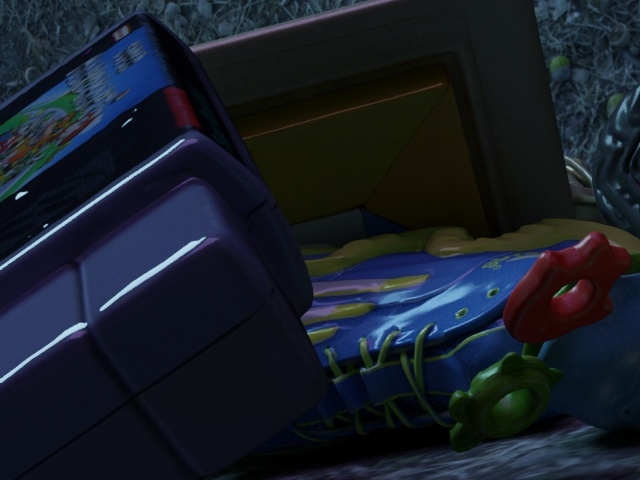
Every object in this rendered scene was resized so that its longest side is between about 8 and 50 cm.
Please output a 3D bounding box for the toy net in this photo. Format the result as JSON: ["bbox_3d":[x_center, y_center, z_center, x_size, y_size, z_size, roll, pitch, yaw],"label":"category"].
[{"bbox_3d":[0.126,-0.022,0.605,0.122,0.045,0.232,8,-54,-36],"label":"toy net"}]

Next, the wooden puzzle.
[{"bbox_3d":[0.000,0.000,0.848,0.239,0.221,0.044,-17,37,0],"label":"wooden puzzle"}]

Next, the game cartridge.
[{"bbox_3d":[-0.121,0.028,0.553,0.230,0.068,0.355,-39,17,2],"label":"game cartridge"}]

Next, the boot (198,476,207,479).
[{"bbox_3d":[-0.149,0.096,0.751,0.305,0.115,0.112,-31,26,20],"label":"boot"}]

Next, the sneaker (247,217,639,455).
[{"bbox_3d":[0.033,0.040,0.773,0.240,0.091,0.126,-15,4,-4],"label":"sneaker"}]

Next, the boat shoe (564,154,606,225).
[{"bbox_3d":[0.137,-0.004,1.070,0.109,0.098,0.302,-15,2,16],"label":"boat shoe"}]

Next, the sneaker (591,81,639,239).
[{"bbox_3d":[0.331,-0.052,0.933,0.385,0.145,0.147,-12,-18,14],"label":"sneaker"}]
